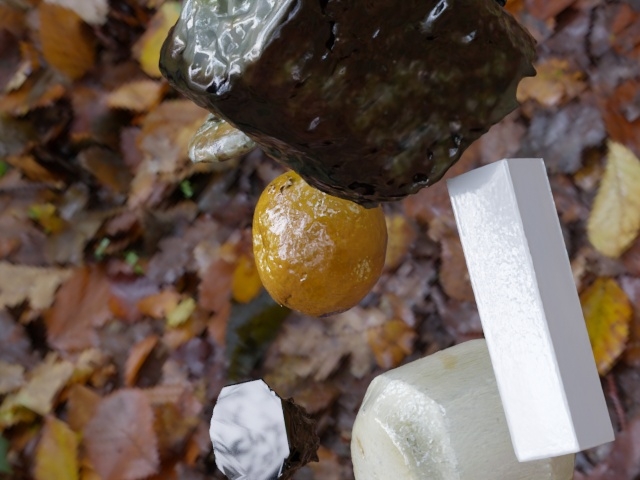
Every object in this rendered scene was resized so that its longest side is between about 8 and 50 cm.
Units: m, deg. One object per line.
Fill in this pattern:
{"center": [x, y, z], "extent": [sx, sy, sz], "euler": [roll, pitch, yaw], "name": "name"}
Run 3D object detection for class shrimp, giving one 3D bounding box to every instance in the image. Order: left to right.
{"center": [-0.076, -0.239, 2.039], "extent": [0.233, 0.071, 0.365], "euler": [-6, 39, 49], "name": "shrimp"}

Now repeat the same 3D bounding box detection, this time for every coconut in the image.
{"center": [0.178, 0.233, 1.536], "extent": [0.266, 0.237, 0.237], "euler": [-12, 35, -25], "name": "coconut"}

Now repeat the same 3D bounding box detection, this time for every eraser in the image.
{"center": [0.212, 0.068, 1.349], "extent": [0.078, 0.076, 0.298], "euler": [-20, 80, 39], "name": "eraser"}

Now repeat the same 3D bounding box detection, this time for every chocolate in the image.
{"center": [-0.056, 0.261, 1.801], "extent": [0.156, 0.133, 0.156], "euler": [0, 89, 37], "name": "chocolate"}

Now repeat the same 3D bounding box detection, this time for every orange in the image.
{"center": [-0.001, 0.000, 1.901], "extent": [0.193, 0.219, 0.219], "euler": [-24, 40, -15], "name": "orange"}

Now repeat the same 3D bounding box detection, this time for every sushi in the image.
{"center": [0.017, -0.206, 1.350], "extent": [0.299, 0.294, 0.281], "euler": [-43, 38, 21], "name": "sushi"}
